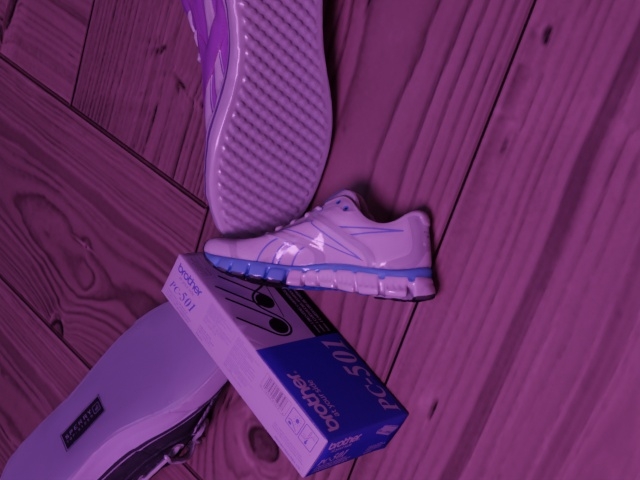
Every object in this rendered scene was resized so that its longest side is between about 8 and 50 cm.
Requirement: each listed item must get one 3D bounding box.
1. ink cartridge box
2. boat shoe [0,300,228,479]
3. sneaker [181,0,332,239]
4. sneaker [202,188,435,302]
[{"bbox_3d":[-0.032,0.089,0.775,0.207,0.097,0.046,48,124,29],"label":"ink cartridge box"},{"bbox_3d":[-0.163,0.170,0.899,0.306,0.105,0.113,-46,49,8],"label":"boat shoe"},{"bbox_3d":[-0.063,-0.145,0.803,0.161,0.102,0.282,36,125,57],"label":"sneaker"},{"bbox_3d":[0.000,0.000,0.747,0.191,0.071,0.082,4,84,18],"label":"sneaker"}]
